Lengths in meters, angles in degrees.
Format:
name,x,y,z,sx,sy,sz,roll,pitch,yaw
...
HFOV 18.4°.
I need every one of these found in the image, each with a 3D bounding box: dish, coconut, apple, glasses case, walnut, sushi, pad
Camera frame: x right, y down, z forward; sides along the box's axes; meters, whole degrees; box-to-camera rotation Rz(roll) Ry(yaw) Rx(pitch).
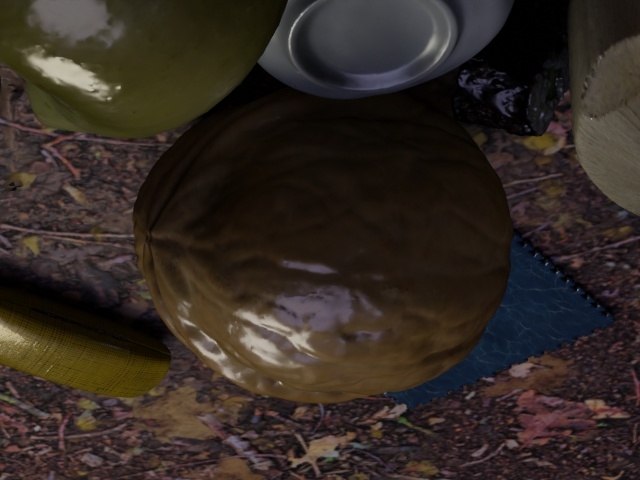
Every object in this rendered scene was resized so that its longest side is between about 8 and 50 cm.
name,x,y,z,sx,sy,sz,roll,pitch,yaw
dish,0.034,-0.196,1.504,0.256,0.117,0.256,-3,144,-2
coconut,0.310,-0.121,1.519,0.237,0.266,0.237,3,144,2
apple,-0.142,-0.214,1.304,0.295,0.258,0.233,39,169,-34
glasses case,-0.256,0.099,1.926,0.234,0.064,0.079,22,135,-33
walnut,0.000,0.002,1.643,0.313,0.277,0.252,0,133,-27
sushi,0.159,-0.133,1.618,0.084,0.094,0.098,16,152,20
pad,0.123,0.075,1.990,0.269,0.012,0.270,-27,140,28
